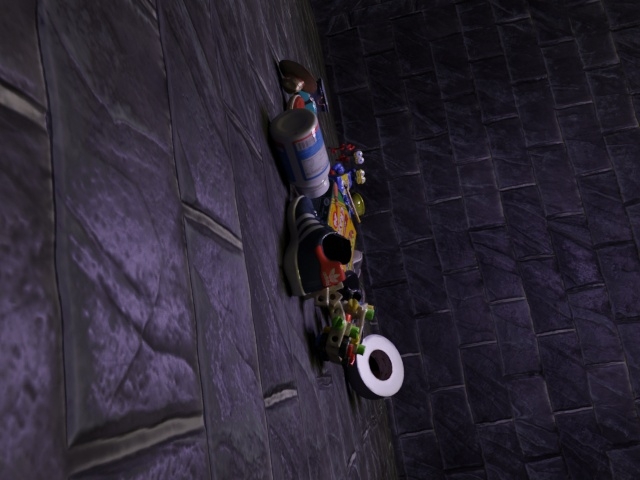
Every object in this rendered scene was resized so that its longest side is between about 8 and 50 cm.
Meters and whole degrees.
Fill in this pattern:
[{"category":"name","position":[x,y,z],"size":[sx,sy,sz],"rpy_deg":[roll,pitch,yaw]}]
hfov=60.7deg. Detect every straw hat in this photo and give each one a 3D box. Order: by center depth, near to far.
[{"category":"straw hat","position":[-0.087,-0.484,1.685],"size":[0.061,0.144,0.144],"rpy_deg":[-54,155,-16]}]

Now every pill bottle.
[{"category":"pill bottle","position":[-0.045,-0.216,1.403],"size":[0.222,0.124,0.124],"rpy_deg":[73,10,-48]}]

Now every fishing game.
[{"category":"fishing game","position":[0.027,-0.128,1.742],"size":[0.264,0.041,0.189],"rpy_deg":[30,-33,51]}]

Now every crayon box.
[{"category":"crayon box","position":[0.035,0.002,1.617],"size":[0.318,0.081,0.202],"rpy_deg":[63,31,-54]}]

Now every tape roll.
[{"category":"tape roll","position":[0.191,0.448,1.934],"size":[0.219,0.072,0.219],"rpy_deg":[19,55,-30]}]

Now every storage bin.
[{"category":"storage bin","position":[-0.023,-0.585,2.250],"size":[0.098,0.091,0.135],"rpy_deg":[-92,168,-51]}]

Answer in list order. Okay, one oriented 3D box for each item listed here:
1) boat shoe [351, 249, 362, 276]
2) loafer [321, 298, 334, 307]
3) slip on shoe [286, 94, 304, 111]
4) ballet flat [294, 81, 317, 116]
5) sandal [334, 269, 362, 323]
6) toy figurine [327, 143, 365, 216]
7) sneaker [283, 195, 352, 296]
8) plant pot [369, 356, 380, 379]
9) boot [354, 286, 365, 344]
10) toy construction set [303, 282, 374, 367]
[{"category":"boat shoe","position":[0.098,0.122,2.129],"size":[0.335,0.112,0.096],"rpy_deg":[-61,157,-71]},{"category":"loafer","position":[0.022,0.157,1.617],"size":[0.148,0.056,0.050],"rpy_deg":[66,9,-61]},{"category":"slip on shoe","position":[-0.041,-0.302,1.654],"size":[0.123,0.101,0.331],"rpy_deg":[62,17,-61]},{"category":"ballet flat","position":[-0.057,-0.514,2.012],"size":[0.070,0.070,0.188],"rpy_deg":[-92,172,-52]},{"category":"sandal","position":[0.094,0.176,1.630],"size":[0.054,0.097,0.255],"rpy_deg":[33,-24,32]},{"category":"toy figurine","position":[0.077,-0.246,2.554],"size":[0.217,0.191,0.363],"rpy_deg":[-39,131,-47]},{"category":"sneaker","position":[0.000,0.000,1.322],"size":[0.350,0.148,0.131],"rpy_deg":[-92,168,-53]},{"category":"plant pot","position":[0.199,0.513,2.118],"size":[0.167,0.166,0.165],"rpy_deg":[-88,174,-61]},{"category":"boot","position":[0.076,0.236,1.795],"size":[0.229,0.091,0.263],"rpy_deg":[40,53,-66]},{"category":"toy construction set","position":[0.054,0.206,1.423],"size":[0.328,0.151,0.215],"rpy_deg":[54,49,-55]}]
